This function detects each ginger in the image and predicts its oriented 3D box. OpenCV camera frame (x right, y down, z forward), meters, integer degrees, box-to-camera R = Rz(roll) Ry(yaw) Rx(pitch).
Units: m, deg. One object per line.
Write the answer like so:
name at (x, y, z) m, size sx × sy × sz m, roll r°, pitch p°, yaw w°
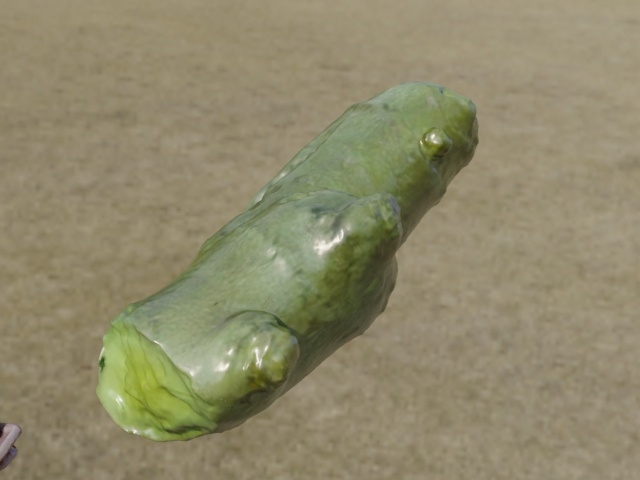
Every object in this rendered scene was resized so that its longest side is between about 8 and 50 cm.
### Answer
ginger at (-0.002, 0.004, 0.670) m, size 0.089 × 0.137 × 0.290 m, roll 42°, pitch 32°, yaw 2°

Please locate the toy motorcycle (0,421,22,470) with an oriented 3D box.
toy motorcycle at (-0.226, 0.121, 0.739) m, size 0.212 × 0.118 × 0.084 m, roll -29°, pitch 20°, yaw 47°
